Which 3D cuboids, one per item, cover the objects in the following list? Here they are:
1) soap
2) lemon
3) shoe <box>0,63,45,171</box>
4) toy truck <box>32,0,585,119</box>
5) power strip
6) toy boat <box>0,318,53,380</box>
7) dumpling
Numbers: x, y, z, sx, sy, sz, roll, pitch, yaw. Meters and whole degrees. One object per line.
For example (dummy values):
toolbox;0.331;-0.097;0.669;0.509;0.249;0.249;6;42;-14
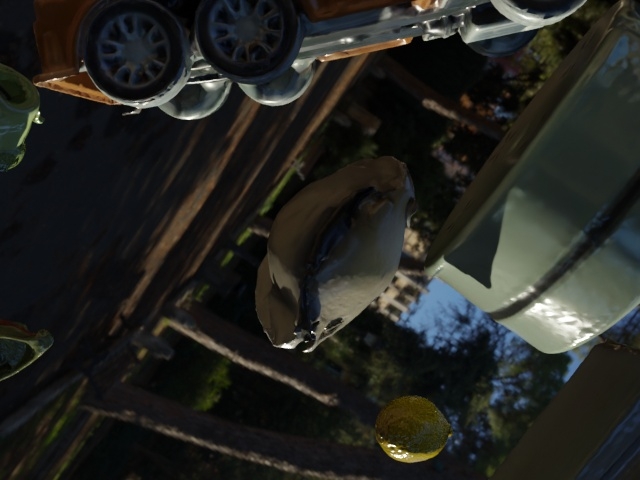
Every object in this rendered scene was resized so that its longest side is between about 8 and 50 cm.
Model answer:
soap;0.397;0.399;0.953;0.435;0.350;0.213;-50;-172;-1
lemon;0.092;0.185;0.695;0.065;0.092;0.065;-17;-111;57
shoe;-0.422;-0.163;0.763;0.128;0.140;0.262;-58;150;3
toy truck;-0.003;-0.215;0.499;0.173;0.388;0.206;-68;147;-84
power strip;0.262;-0.054;0.735;0.357;0.161;0.357;-54;177;-4
toy boat;-0.417;0.144;0.882;0.185;0.089;0.071;-24;-153;-2
dumpling;-0.003;-0.002;0.926;0.293;0.204;0.163;-54;152;2
